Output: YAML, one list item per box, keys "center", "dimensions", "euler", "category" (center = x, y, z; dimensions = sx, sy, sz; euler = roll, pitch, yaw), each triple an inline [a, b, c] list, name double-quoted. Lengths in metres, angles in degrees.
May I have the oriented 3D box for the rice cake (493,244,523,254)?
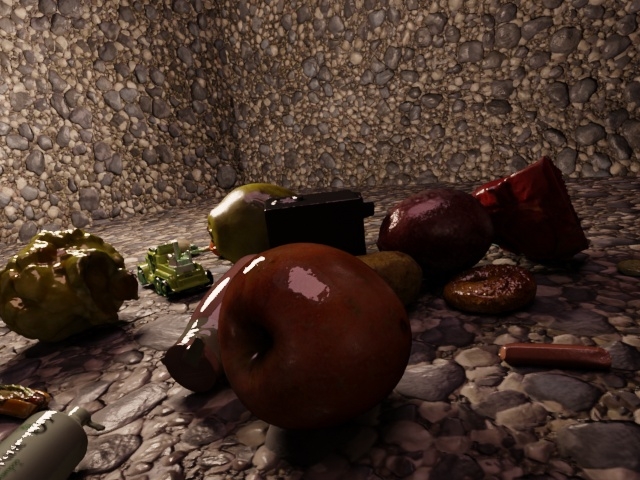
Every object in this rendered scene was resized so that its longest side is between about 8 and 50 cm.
- center: [0.526, 0.007, 1.261]
  dimensions: [0.042, 0.030, 0.180]
  euler: [-15, 14, -11]
  category: "rice cake"

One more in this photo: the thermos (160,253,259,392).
- center: [-0.143, 0.141, 0.776]
  dimensions: [0.177, 0.145, 0.265]
  euler: [-10, 20, 23]
  category: "thermos"

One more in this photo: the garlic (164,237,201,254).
- center: [-0.501, 0.025, 1.608]
  dimensions: [0.152, 0.066, 0.084]
  euler: [-11, 3, -1]
  category: "garlic"

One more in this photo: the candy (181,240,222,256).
- center: [-0.426, 0.040, 1.552]
  dimensions: [0.288, 0.077, 0.084]
  euler: [-14, -18, 7]
  category: "candy"

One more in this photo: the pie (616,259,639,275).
- center: [0.689, 0.060, 0.980]
  dimensions: [0.085, 0.017, 0.085]
  euler: [-6, 14, 1]
  category: "pie"

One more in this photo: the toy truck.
- center: [-0.414, 0.066, 1.249]
  dimensions: [0.129, 0.135, 0.260]
  euler: [-16, 13, -38]
  category: "toy truck"

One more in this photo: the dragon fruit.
- center: [0.491, -0.067, 1.130]
  dimensions: [0.240, 0.302, 0.330]
  euler: [-42, 17, -34]
  category: "dragon fruit"

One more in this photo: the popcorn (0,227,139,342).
- center: [-0.549, 0.100, 0.990]
  dimensions: [0.271, 0.223, 0.258]
  euler: [-4, 27, -30]
  category: "popcorn"

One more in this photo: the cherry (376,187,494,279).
- center: [0.259, -0.012, 1.036]
  dimensions: [0.301, 0.202, 0.230]
  euler: [-4, -14, -25]
  category: "cherry"

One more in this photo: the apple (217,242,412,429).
- center: [-0.003, 0.119, 0.595]
  dimensions: [0.254, 0.253, 0.253]
  euler: [-6, 13, 1]
  category: "apple"

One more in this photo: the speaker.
- center: [0.000, 0.000, 1.107]
  dimensions: [0.254, 0.231, 0.184]
  euler: [-8, 14, -4]
  category: "speaker"

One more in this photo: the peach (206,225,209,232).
- center: [-0.232, -0.057, 1.492]
  dimensions: [0.280, 0.068, 0.189]
  euler: [-17, 0, 0]
  category: "peach"

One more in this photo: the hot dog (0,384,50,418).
- center: [-0.480, 0.245, 0.701]
  dimensions: [0.133, 0.041, 0.056]
  euler: [-1, 14, 21]
  category: "hot dog"

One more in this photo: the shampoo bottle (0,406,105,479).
- center: [-0.324, 0.258, 0.471]
  dimensions: [0.086, 0.085, 0.262]
  euler: [-6, 12, 3]
  category: "shampoo bottle"

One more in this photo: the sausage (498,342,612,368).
- center: [0.337, 0.167, 0.657]
  dimensions: [0.147, 0.035, 0.030]
  euler: [0, -18, 22]
  category: "sausage"

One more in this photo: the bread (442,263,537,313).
- center: [0.341, 0.092, 0.916]
  dimensions: [0.194, 0.063, 0.193]
  euler: [-10, 12, 2]
  category: "bread"

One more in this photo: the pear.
- center: [-0.160, -0.039, 1.293]
  dimensions: [0.322, 0.268, 0.269]
  euler: [-1, 10, -22]
  category: "pear"

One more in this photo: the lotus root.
- center: [0.083, 0.092, 0.900]
  dimensions: [0.261, 0.128, 0.145]
  euler: [-8, -1, -19]
  category: "lotus root"
